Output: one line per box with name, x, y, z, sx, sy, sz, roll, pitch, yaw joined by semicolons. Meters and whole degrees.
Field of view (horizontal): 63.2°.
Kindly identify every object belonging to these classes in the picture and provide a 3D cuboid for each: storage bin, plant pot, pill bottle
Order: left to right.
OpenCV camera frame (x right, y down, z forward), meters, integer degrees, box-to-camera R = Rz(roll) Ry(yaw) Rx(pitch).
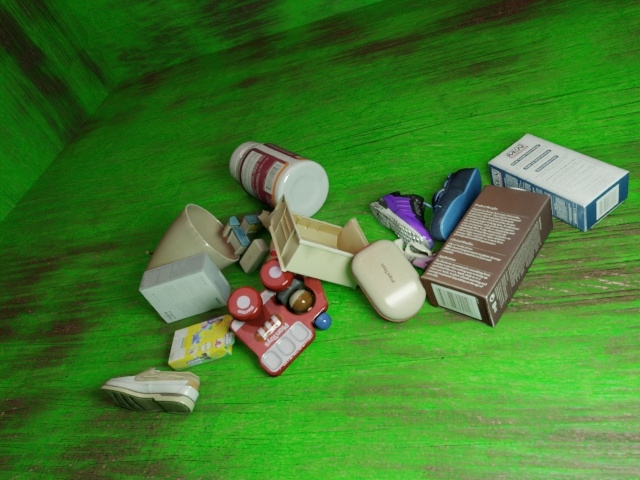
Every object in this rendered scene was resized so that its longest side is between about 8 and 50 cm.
plant pot;-0.468;0.057;1.816;0.274;0.256;0.256;-41;39;11
pill bottle;-0.169;-0.239;1.960;0.224;0.224;0.392;-41;42;-16
storage bin;0.000;0.000;1.573;0.123;0.263;0.260;-59;31;27

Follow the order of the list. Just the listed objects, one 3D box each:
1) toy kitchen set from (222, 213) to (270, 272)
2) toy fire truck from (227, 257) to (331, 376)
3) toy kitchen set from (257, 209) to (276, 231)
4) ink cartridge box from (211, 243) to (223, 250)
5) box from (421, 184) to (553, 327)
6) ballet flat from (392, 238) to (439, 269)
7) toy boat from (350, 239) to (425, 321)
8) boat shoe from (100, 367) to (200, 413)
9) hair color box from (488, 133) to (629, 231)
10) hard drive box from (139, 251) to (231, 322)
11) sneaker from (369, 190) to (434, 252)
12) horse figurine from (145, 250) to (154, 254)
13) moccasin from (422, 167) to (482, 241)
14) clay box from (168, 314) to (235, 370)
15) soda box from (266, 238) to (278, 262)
toy kitchen set;-0.221;-0.011;1.827;0.166;0.122;0.207;-9;56;-46
toy fire truck;-0.107;0.214;1.514;0.302;0.169;0.254;-42;66;-17
toy kitchen set;-0.164;-0.076;1.872;0.068;0.075;0.083;-44;71;15
ink cartridge box;-0.384;0.010;1.958;0.048;0.028;0.083;-20;40;8
box;0.457;0.029;1.404;0.191;0.143;0.381;18;59;41
ballet flat;0.256;0.038;1.541;0.222;0.079;0.077;9;26;35
toy boat;0.188;0.120;1.449;0.151;0.151;0.231;-31;72;-6
boat shoe;-0.488;0.430;1.510;0.303;0.113;0.103;3;46;16
hair color box;0.686;-0.179;1.525;0.174;0.105;0.347;-35;41;-11
hard drive box;-0.441;0.159;1.712;0.232;0.181;0.089;-17;40;11
sneaker;0.285;-0.080;1.637;0.146;0.102;0.293;-33;41;-9
horse figurine;-0.568;0.010;2.030;0.263;0.066;0.175;-47;38;-19
moccasin;0.400;-0.104;1.604;0.117;0.137;0.342;2;33;35
clay box;-0.350;0.310;1.596;0.222;0.053;0.127;-17;40;13
soda box;-0.135;0.036;1.774;0.061;0.058;0.181;-11;43;18
